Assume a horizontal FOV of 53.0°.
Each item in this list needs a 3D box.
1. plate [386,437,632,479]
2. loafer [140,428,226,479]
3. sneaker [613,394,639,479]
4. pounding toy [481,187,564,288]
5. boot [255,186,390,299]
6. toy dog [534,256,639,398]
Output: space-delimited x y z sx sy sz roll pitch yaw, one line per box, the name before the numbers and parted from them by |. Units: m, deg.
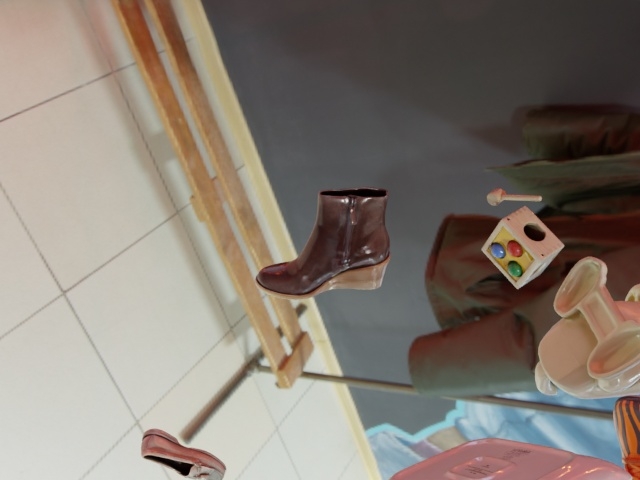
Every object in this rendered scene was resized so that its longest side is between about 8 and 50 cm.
plate | 0.223 0.331 0.880 0.278 0.277 0.045 -11 87 -30
loafer | -0.180 0.290 0.835 0.125 0.045 0.039 35 27 -20
sneaker | 0.584 0.450 1.141 0.180 0.124 0.321 -20 84 -33
pounding toy | 0.436 -0.025 1.456 0.094 0.206 0.181 -27 155 -26
boot | 0.000 0.000 1.139 0.090 0.248 0.207 -94 180 -55
toy dog | 0.751 0.278 1.504 0.408 0.284 0.395 15 118 -21
